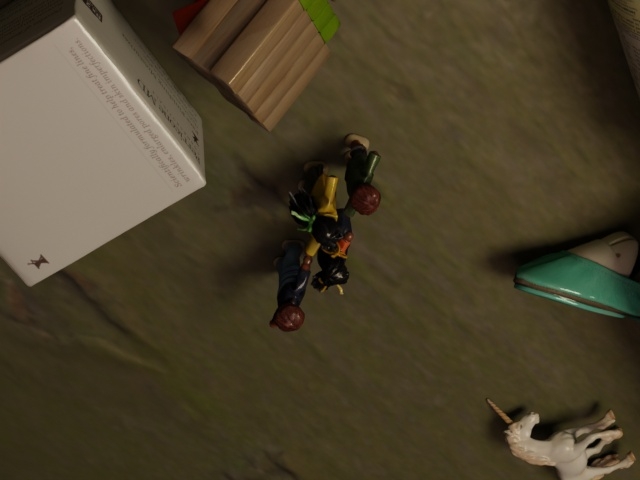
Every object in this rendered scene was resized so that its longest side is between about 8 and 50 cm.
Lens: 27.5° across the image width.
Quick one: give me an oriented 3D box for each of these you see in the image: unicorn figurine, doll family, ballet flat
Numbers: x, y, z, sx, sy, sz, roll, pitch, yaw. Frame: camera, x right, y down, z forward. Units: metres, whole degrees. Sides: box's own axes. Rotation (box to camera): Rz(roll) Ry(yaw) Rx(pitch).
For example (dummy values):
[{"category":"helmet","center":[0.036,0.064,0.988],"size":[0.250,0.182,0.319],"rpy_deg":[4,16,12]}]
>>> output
[{"category":"unicorn figurine","center":[0.258,0.214,1.353],"size":[0.111,0.060,0.162],"rpy_deg":[-25,123,9]},{"category":"doll family","center":[0.000,0.000,1.148],"size":[0.076,0.111,0.193],"rpy_deg":[6,123,-11]},{"category":"ballet flat","center":[0.298,0.039,1.242],"size":[0.247,0.083,0.087],"rpy_deg":[18,95,-18]}]

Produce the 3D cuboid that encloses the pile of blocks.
[{"category":"pile of blocks","center":[-0.010,-0.266,0.992],"size":[0.113,0.149,0.362],"rpy_deg":[36,109,21]}]

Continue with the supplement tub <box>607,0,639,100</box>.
[{"category":"supplement tub","center":[0.359,-0.155,1.015],"size":[0.236,0.235,0.324],"rpy_deg":[-23,123,8]}]

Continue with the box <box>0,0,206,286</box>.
[{"category":"box","center":[-0.214,-0.092,1.056],"size":[0.182,0.119,0.181],"rpy_deg":[-29,123,12]}]
